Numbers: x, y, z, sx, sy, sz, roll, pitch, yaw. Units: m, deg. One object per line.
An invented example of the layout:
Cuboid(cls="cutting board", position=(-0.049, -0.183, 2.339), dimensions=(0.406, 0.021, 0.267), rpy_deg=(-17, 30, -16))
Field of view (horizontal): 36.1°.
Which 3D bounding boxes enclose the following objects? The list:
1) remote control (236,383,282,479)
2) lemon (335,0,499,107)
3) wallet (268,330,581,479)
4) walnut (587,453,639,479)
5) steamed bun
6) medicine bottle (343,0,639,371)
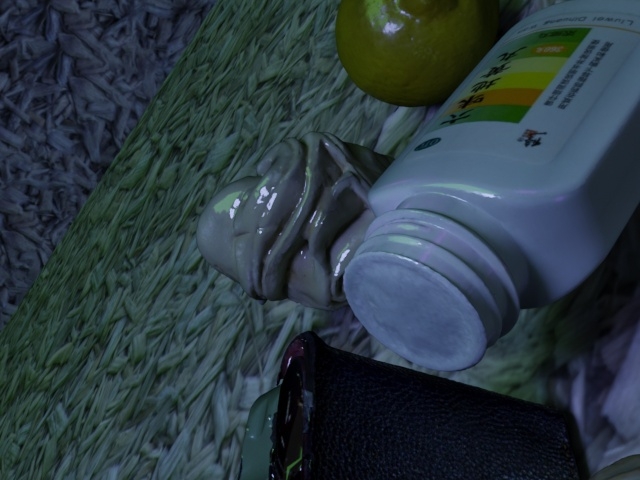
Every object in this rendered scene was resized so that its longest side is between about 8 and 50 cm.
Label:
Cuboid(cls="remote control", position=(-0.057, 0.290, 0.969), dimensions=(0.128, 0.066, 0.335), rpy_deg=(-39, 32, 45))
Cuboid(cls="lemon", position=(0.105, -0.240, 1.105), dimensions=(0.184, 0.184, 0.248), rpy_deg=(-65, 6, -9))
Cuboid(cls="wallet", position=(0.074, 0.191, 0.626), dimensions=(0.071, 0.221, 0.262), rpy_deg=(-56, 22, 36))
Cuboid(cls="walnut", position=(0.180, 0.187, 0.526), dimensions=(0.162, 0.140, 0.140), rpy_deg=(-38, 30, 20))
Cuboid(cls="steamed bun", position=(-0.002, 0.002, 1.040), dimensions=(0.211, 0.218, 0.144), rpy_deg=(-46, 49, 20))
Cuboid(cls="medicine bottle", position=(0.147, -0.052, 0.731), dimensions=(0.179, 0.124, 0.324), rpy_deg=(5, 45, 43))
